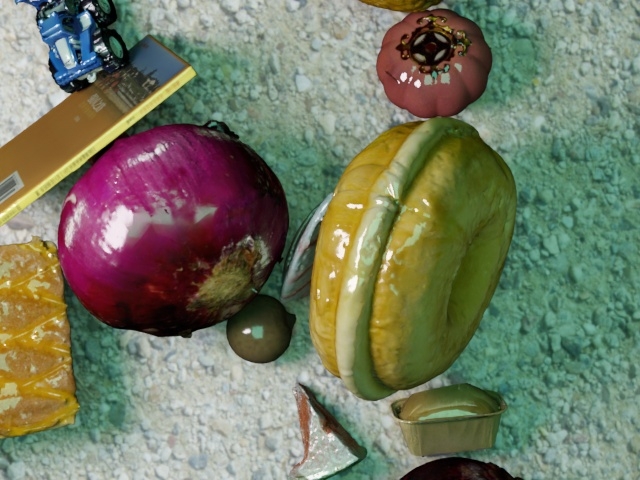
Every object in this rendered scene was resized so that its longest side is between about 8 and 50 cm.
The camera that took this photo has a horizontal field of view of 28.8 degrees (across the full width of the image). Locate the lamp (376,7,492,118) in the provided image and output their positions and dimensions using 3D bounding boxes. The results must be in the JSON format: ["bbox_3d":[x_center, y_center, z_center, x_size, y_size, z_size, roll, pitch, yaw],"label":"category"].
[{"bbox_3d":[0.177,-0.271,1.939,0.182,0.140,0.182,-2,69,5],"label":"lamp"}]

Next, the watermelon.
[{"bbox_3d":[0.015,0.298,1.908,0.121,0.098,0.158,2,82,-3],"label":"watermelon"}]

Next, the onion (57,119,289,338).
[{"bbox_3d":[-0.243,-0.047,1.833,0.348,0.347,0.385,-40,57,-4],"label":"onion"}]

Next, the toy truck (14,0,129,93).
[{"bbox_3d":[-0.387,-0.340,1.903,0.113,0.126,0.208,-25,71,20],"label":"toy truck"}]

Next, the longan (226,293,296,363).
[{"bbox_3d":[-0.090,0.135,1.915,0.113,0.092,0.113,4,64,-8],"label":"longan"}]

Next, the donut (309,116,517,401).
[{"bbox_3d":[0.132,0.027,1.773,0.198,0.449,0.448,18,85,22],"label":"donut"}]

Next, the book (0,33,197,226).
[{"bbox_3d":[-0.366,-0.166,1.851,0.374,0.262,0.028,-38,117,-5],"label":"book"}]

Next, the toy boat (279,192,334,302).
[{"bbox_3d":[0.000,0.000,1.832,0.096,0.282,0.206,38,83,6],"label":"toy boat"}]

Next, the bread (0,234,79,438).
[{"bbox_3d":[-0.506,0.153,1.817,0.279,0.207,0.279,-10,87,-21],"label":"bread"}]

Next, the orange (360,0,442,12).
[{"bbox_3d":[0.095,-0.516,1.864,0.322,0.322,0.357,-38,94,-4],"label":"orange"}]

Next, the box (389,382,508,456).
[{"bbox_3d":[0.197,0.269,1.912,0.177,0.111,0.111,-7,86,-3],"label":"box"}]

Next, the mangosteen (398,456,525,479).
[{"bbox_3d":[0.210,0.466,1.809,0.297,0.297,0.293,38,83,1],"label":"mangosteen"}]
